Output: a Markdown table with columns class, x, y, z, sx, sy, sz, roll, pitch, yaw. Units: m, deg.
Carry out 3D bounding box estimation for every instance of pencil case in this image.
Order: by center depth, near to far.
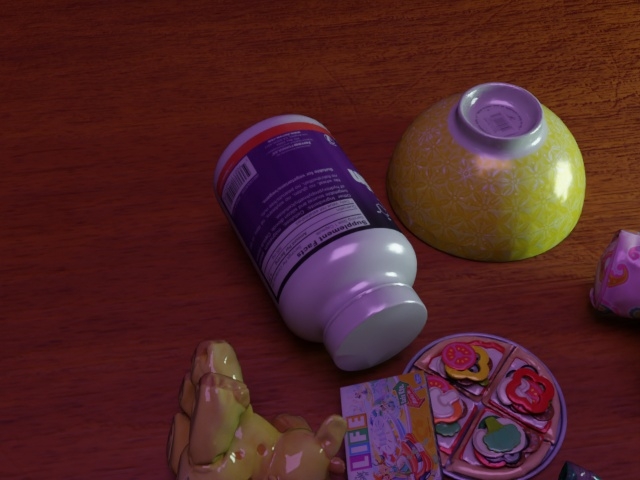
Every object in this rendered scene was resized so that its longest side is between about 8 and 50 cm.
| class | x | y | z | sx | sy | sz | roll | pitch | yaw |
| --- | --- | --- | --- | --- | --- | --- | --- | --- | --- |
| pencil case | 0.488 | 0.074 | 0.971 | 0.284 | 0.124 | 0.124 | 17 | 53 | 13 |

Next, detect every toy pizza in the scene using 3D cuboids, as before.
| class | x | y | z | sx | sy | sz | roll | pitch | yaw |
| --- | --- | --- | --- | --- | --- | --- | --- | --- | --- |
| toy pizza | 0.192 | 0.191 | 0.932 | 0.201 | 0.032 | 0.201 | 0 | 51 | 0 |

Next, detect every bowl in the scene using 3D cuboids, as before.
| class | x | y | z | sx | sy | sz | roll | pitch | yaw |
| --- | --- | --- | --- | --- | --- | --- | --- | --- | --- |
| bowl | 0.242 | -0.127 | 1.108 | 0.290 | 0.156 | 0.289 | 0 | 52 | 0 |

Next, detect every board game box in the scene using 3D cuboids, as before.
| class | x | y | z | sx | sy | sz | roll | pitch | yaw |
| --- | --- | --- | --- | --- | --- | --- | --- | --- | --- |
| board game box | 0.080 | 0.230 | 0.887 | 0.104 | 0.026 | 0.154 | -15 | 50 | 12 |

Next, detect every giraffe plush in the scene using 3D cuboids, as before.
| class | x | y | z | sx | sy | sz | roll | pitch | yaw |
| --- | --- | --- | --- | --- | --- | --- | --- | --- | --- |
| giraffe plush | -0.065 | 0.226 | 0.841 | 0.171 | 0.181 | 0.210 | 12 | 38 | -17 |

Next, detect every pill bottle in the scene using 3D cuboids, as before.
| class | x | y | z | sx | sy | sz | roll | pitch | yaw |
| --- | --- | --- | --- | --- | --- | --- | --- | --- | --- |
| pill bottle | 0.000 | 0.000 | 0.992 | 0.182 | 0.181 | 0.323 | -22 | 55 | -16 |

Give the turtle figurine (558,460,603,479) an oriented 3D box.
| class | x | y | z | sx | sy | sz | roll | pitch | yaw |
| --- | --- | --- | --- | --- | --- | --- | --- | --- | --- |
| turtle figurine | 0.347 | 0.313 | 0.786 | 0.234 | 0.118 | 0.175 | 17 | 94 | 15 |
